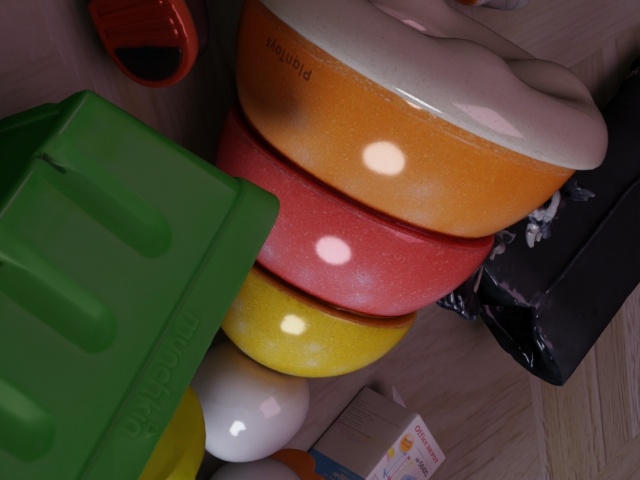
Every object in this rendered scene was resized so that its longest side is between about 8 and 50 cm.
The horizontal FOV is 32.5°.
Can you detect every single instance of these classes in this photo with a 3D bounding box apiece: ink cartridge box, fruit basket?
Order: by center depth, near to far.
[{"bbox_3d":[-0.179,0.128,0.824,0.392,0.283,0.391,10,76,-46],"label":"fruit basket"},{"bbox_3d":[0.065,0.244,1.245,0.143,0.090,0.092,-47,131,-19],"label":"ink cartridge box"}]

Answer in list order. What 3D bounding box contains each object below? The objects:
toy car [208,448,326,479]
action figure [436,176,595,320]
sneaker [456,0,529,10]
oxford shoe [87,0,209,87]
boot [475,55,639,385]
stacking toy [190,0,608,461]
[{"bbox_3d":[-0.062,0.299,1.085,0.238,0.210,0.219,-52,142,-33],"label":"toy car"},{"bbox_3d":[0.186,-0.043,1.182,0.275,0.164,0.141,-51,147,-25],"label":"action figure"},{"bbox_3d":[0.215,-0.370,1.169,0.121,0.099,0.262,5,109,-52],"label":"sneaker"},{"bbox_3d":[-0.159,-0.261,0.871,0.098,0.097,0.271,-60,139,-56],"label":"oxford shoe"},{"bbox_3d":[0.410,0.013,1.366,0.367,0.146,0.445,46,63,-2],"label":"boot"},{"bbox_3d":[0.000,0.000,1.011,0.351,0.350,0.479,9,118,-45],"label":"stacking toy"}]
